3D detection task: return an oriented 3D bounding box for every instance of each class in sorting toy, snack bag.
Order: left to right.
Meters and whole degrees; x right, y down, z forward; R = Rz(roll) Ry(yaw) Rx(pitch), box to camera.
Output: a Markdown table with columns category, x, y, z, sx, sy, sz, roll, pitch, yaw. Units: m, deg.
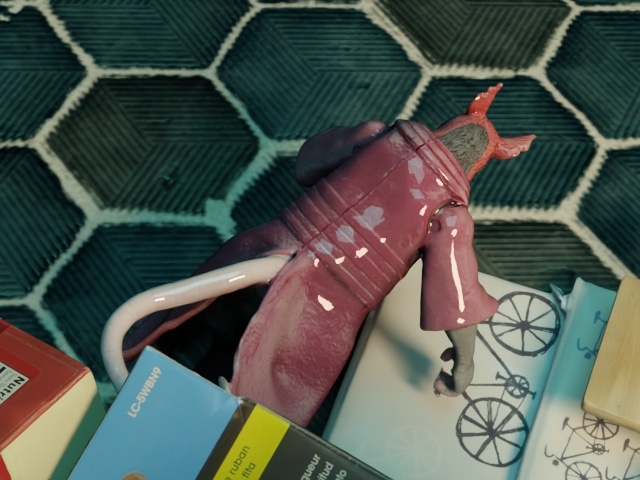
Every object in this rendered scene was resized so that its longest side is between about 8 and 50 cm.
| category | x | y | z | sx | sy | sz | roll | pitch | yaw |
| --- | --- | --- | --- | --- | --- | --- | --- | --- | --- |
| snack bag | 0.168 | 0.157 | 1.425 | 0.342 | 0.037 | 0.323 | 18 | 54 | 7 |
| sorting toy | 0.283 | 0.104 | 1.426 | 0.132 | 0.046 | 0.274 | 21 | 54 | 5 |

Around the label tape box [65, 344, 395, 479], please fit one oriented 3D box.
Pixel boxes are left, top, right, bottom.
| category | x | y | z | sx | sy | sz | roll | pitch | yaw |
| --- | --- | --- | --- | --- | --- | --- | --- | --- | --- |
| label tape box | -0.030 | 0.247 | 1.173 | 0.333 | 0.106 | 0.241 | 31 | 87 | -5 |

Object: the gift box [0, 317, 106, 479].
| category | x | y | z | sx | sy | sz | roll | pitch | yaw |
| --- | --- | --- | --- | --- | --- | --- | --- | --- | --- |
| gift box | -0.277 | 0.186 | 1.223 | 0.276 | 0.258 | 0.255 | 28 | 55 | 37 |

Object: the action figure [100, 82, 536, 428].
| category | x | y | z | sx | sy | sz | roll | pitch | yaw |
| --- | --- | --- | --- | --- | --- | --- | --- | --- | --- |
| action figure | 0.000 | 0.000 | 1.353 | 0.370 | 0.276 | 0.248 | -44 | 62 | -3 |
